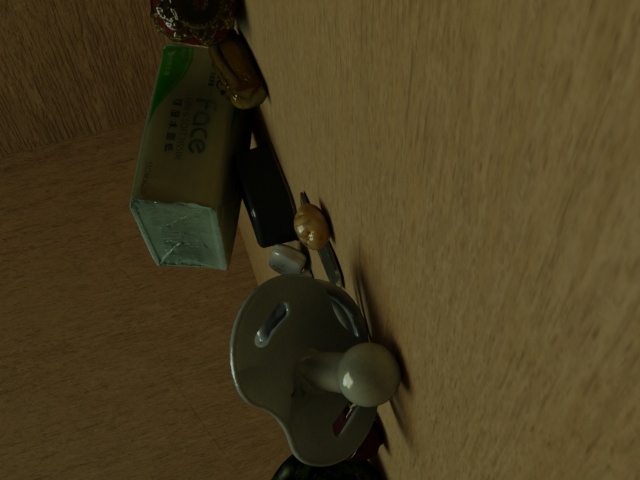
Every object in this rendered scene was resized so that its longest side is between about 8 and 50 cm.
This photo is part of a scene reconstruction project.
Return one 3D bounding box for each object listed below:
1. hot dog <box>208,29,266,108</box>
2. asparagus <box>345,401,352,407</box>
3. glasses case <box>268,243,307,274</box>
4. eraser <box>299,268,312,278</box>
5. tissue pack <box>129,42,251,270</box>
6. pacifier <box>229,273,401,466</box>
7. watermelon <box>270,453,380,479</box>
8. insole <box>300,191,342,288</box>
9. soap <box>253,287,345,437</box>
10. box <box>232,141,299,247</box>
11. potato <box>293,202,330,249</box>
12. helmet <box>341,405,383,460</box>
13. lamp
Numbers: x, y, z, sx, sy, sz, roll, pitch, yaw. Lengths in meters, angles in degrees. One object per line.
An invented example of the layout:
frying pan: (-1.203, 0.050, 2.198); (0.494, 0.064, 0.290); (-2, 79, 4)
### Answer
hot dog: (-0.169, -0.346, 1.816); (0.068, 0.083, 0.289); (55, -173, -41)
asparagus: (0.030, 0.275, 1.806); (0.178, 0.041, 0.045); (-123, 26, -68)
glasses case: (-0.070, 0.044, 1.898); (0.193, 0.074, 0.049); (118, 175, -79)
eraser: (-0.084, 0.120, 1.885); (0.023, 0.150, 0.104); (54, 169, 10)
tissue pack: (-0.279, -0.179, 2.028); (0.332, 0.205, 0.405); (92, -176, -64)
pacifier: (0.022, 0.174, 1.253); (0.233, 0.244, 0.299); (-1, 134, 51)
watermelon: (0.012, 0.522, 1.709); (0.269, 0.269, 0.269); (164, 90, -82)
insole: (0.000, 0.000, 1.558); (0.248, 0.011, 0.081); (-114, 13, -48)
soap: (-0.045, 0.293, 2.067); (0.233, 0.128, 0.359); (85, 168, -57)
box: (-0.117, -0.093, 1.902); (0.144, 0.090, 0.201); (83, 167, -54)
potato: (-0.013, -0.025, 1.454); (0.083, 0.062, 0.068); (-83, 4, -48)
helmet: (0.078, 0.338, 1.543); (0.111, 0.057, 0.089); (-112, 44, -70)
lamp: (-0.251, -0.468, 1.776); (0.274, 0.177, 0.177); (-139, 34, -74)
